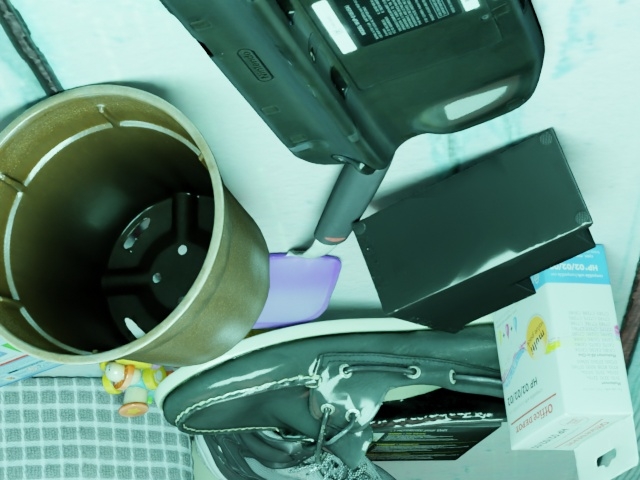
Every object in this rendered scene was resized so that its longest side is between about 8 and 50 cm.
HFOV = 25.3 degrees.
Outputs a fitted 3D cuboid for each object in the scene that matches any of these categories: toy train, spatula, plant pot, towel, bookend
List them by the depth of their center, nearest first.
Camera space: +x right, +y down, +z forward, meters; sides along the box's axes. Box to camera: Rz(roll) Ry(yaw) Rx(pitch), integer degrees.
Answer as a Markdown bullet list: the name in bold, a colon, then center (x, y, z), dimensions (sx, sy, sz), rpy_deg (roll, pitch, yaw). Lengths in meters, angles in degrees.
- **plant pot**: center (-0.113, 0.006, 0.900), dimensions (0.167, 0.167, 0.165), rpy_deg (-11, 165, 13)
- **bookend**: center (0.128, -0.001, 1.031), dimensions (0.157, 0.072, 0.156), rpy_deg (-26, 163, 18)
- **spatula**: center (0.000, 0.000, 1.055), dimensions (0.084, 0.030, 0.296), rpy_deg (1, 156, -18)
- **toy train**: center (-0.138, 0.125, 1.276), dimensions (0.125, 0.046, 0.166), rpy_deg (8, 156, -7)
- **towel**: center (-0.250, 0.244, 1.317), dimensions (0.283, 0.235, 0.121), rpy_deg (7, 151, -29)

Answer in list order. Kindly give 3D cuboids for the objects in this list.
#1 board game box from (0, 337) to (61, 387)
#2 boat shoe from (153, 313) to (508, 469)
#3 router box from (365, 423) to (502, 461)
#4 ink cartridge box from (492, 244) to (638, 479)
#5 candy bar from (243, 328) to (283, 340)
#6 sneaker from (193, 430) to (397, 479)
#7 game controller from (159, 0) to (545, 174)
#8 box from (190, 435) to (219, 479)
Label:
- **board game box**: center (-0.292, 0.066, 1.134), dimensions (0.160, 0.039, 0.211), rpy_deg (-20, 154, 31)
- **boat shoe**: center (0.032, 0.138, 1.220), dimensions (0.340, 0.113, 0.127), rpy_deg (-6, 153, -24)
- **router box**: center (0.086, 0.197, 1.520), dimensions (0.178, 0.046, 0.133), rpy_deg (2, 155, -18)
- **ink cartridge box**: center (0.194, 0.105, 1.152), dimensions (0.061, 0.181, 0.104), rpy_deg (2, 156, -18)
- **candy bar**: center (-0.013, 0.095, 1.294), dimensions (0.161, 0.018, 0.040), rpy_deg (10, 153, -33)
- **sneaker**: center (0.008, 0.219, 1.390), dimensions (0.268, 0.101, 0.153), rpy_deg (29, 145, 1)
- **game controller**: center (0.018, -0.128, 0.740), dimensions (0.166, 0.067, 0.319), rpy_deg (-25, 154, 9)
- **box**: center (-0.180, 0.308, 1.598), dimensions (0.121, 0.148, 0.311), rpy_deg (11, 154, -34)
